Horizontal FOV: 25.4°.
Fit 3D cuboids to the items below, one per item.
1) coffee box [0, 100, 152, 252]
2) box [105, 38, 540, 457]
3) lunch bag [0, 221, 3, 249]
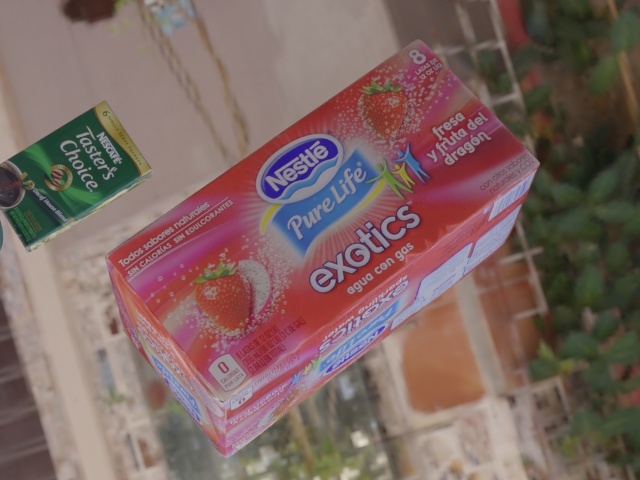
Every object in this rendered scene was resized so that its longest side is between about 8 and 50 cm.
[{"bbox_3d":[-0.314,-0.081,1.759,0.184,0.113,0.040,-32,174,-11],"label":"coffee box"},{"bbox_3d":[0.002,0.007,1.077,0.300,0.142,0.154,-36,162,-16],"label":"box"},{"bbox_3d":[-0.392,0.016,1.164,0.107,0.224,0.279,-29,-151,28],"label":"lunch bag"}]
